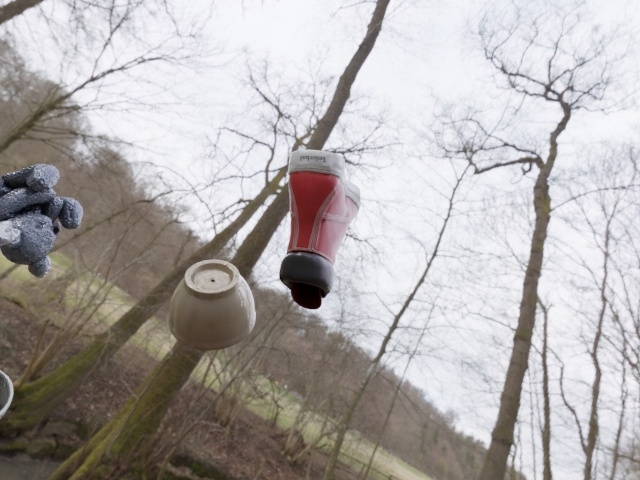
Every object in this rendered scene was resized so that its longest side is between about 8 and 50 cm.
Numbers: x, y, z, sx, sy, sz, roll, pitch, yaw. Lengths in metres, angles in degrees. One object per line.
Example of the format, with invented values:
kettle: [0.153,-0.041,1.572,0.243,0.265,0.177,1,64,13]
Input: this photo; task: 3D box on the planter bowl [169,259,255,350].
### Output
planter bowl: [-0.200,0.105,0.752,0.162,0.162,0.109,22,-55,20]

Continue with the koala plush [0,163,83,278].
koala plush: [-0.696,-0.030,0.958,0.196,0.203,0.221,93,-24,-55]

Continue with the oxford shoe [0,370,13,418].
oxford shoe: [-0.467,0.079,0.356,0.169,0.130,0.449,41,-21,43]

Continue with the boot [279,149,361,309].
boot: [0.000,0.000,0.545,0.088,0.176,0.244,5,-4,11]
